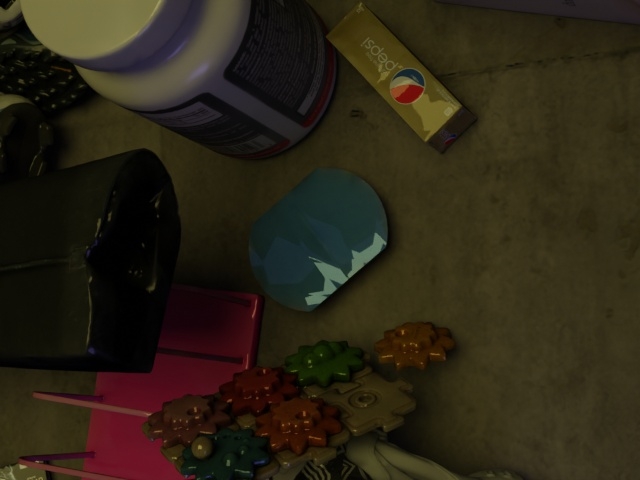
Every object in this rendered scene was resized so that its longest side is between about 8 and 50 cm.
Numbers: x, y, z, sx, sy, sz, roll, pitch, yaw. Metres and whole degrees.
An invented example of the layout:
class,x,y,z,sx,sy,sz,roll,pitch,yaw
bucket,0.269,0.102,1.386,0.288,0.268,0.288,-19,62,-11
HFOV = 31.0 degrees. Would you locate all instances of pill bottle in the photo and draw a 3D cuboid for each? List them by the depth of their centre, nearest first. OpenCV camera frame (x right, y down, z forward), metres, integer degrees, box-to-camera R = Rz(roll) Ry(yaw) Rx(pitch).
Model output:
class,x,y,z,sx,sy,sz,roll,pitch,yaw
pill bottle,-0.139,-0.223,1.225,0.210,0.363,0.210,-4,80,22

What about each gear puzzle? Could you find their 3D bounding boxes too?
class,x,y,z,sx,sy,sz,roll,pitch,yaw
gear puzzle,-0.001,0.148,1.162,0.175,0.339,0.044,31,135,53

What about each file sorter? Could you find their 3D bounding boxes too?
class,x,y,z,sx,sy,sz,roll,pitch,yaw
file sorter,-0.208,0.186,1.285,0.202,0.182,0.291,5,83,23

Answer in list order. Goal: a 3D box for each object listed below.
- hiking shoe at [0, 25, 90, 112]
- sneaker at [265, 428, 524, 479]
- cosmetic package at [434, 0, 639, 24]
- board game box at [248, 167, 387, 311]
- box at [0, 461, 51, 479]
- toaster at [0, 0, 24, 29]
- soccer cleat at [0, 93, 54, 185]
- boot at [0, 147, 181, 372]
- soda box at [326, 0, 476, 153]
class,x,y,z,sx,sy,sz,roll,pitch,yaw
hiking shoe,-0.308,-0.253,1.459,0.304,0.113,0.132,-12,40,31
sneaker,0.075,0.268,1.181,0.366,0.210,0.137,31,107,59
cosmetic package,0.248,-0.306,1.191,0.309,0.160,0.113,13,87,25
board game box,0.000,0.000,1.313,0.168,0.033,0.133,-41,64,6
box,-0.370,0.307,1.410,0.083,0.018,0.067,-16,75,2
toaster,-0.389,-0.347,1.432,0.129,0.146,0.227,42,85,-20
soccer cleat,-0.432,-0.026,1.468,0.143,0.116,0.331,17,90,46
boot,-0.334,-0.046,1.204,0.445,0.146,0.367,-5,86,44
soda box,0.089,-0.183,1.288,0.058,0.061,0.181,-45,68,11
